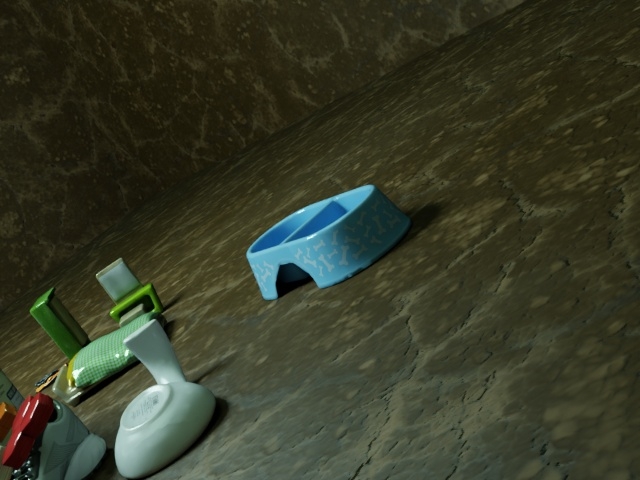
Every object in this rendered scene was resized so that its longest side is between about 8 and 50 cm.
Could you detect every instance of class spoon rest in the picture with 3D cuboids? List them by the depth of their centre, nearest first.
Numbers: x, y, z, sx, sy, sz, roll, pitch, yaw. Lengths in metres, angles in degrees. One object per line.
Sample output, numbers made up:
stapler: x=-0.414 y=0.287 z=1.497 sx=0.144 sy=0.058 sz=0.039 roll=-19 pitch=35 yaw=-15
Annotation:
spoon rest: x=-0.192 y=0.196 z=1.185 sx=0.137 sy=0.084 sz=0.276 roll=-35 pitch=25 yaw=3

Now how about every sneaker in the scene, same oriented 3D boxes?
sneaker: x=-0.338 y=0.279 z=1.131 sx=0.100 sy=0.108 sz=0.271 roll=-30 pitch=14 yaw=10

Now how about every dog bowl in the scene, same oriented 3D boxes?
dog bowl: x=0.000 y=0.000 z=1.399 sx=0.166 sy=0.074 sz=0.297 roll=-42 pitch=14 yaw=-33

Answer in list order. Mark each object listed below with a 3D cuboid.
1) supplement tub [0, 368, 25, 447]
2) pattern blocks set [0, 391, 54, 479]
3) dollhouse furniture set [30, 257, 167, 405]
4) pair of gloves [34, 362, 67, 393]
supplement tub: x=-0.544 y=0.234 z=1.316 sx=0.235 sy=0.325 sz=0.235 roll=-32 pitch=12 yaw=8
pattern blocks set: x=-0.383 y=0.308 z=1.051 sx=0.325 sy=0.026 sz=0.285 roll=-28 pitch=39 yaw=54
dollhouse furniture set: x=-0.391 y=0.139 z=1.692 sx=0.197 sy=0.151 sz=0.301 roll=-34 pitch=12 yaw=-1
pair of gloves: x=-0.525 y=0.266 z=1.888 sx=0.074 sy=0.010 sz=0.083 roll=-36 pitch=12 yaw=-10
